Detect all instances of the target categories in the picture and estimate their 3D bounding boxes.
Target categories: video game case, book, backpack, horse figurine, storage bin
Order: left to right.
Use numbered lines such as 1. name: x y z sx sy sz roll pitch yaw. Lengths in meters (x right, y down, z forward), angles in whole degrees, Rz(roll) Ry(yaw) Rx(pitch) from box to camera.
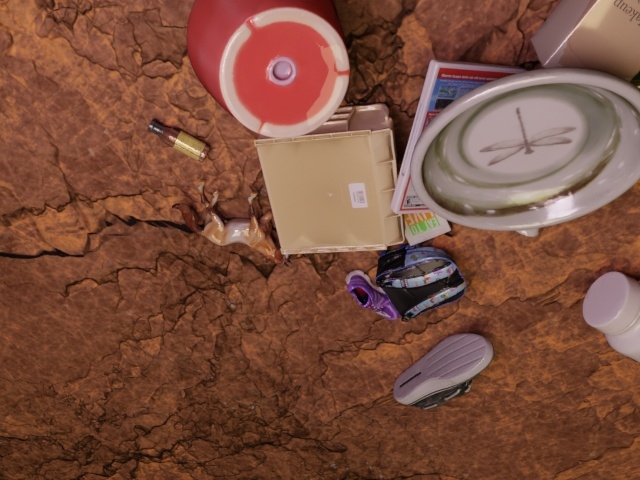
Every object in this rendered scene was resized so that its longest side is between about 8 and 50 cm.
1. horse figurine: -0.188 -0.040 1.404 0.263 0.066 0.174 6 124 2
2. storage bin: 0.027 -0.117 1.256 0.260 0.123 0.262 -3 123 13
3. book: 0.206 -0.067 1.350 0.096 0.035 0.144 -20 120 21
4. backpack: 0.226 0.078 1.405 0.173 0.117 0.158 -22 122 24
5. video game case: 0.250 -0.181 1.165 0.204 0.025 0.285 -3 123 -27

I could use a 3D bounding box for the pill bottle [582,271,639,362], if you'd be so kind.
1. pill bottle: 0.739 0.192 1.387 0.318 0.176 0.176 26 127 -13

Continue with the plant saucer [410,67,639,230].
1. plant saucer: 0.350 -0.163 1.085 0.400 0.100 0.400 0 148 0

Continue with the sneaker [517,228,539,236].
1. sneaker: 0.388 -0.053 1.326 0.152 0.054 0.061 9 120 -7

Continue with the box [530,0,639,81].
1. box: 0.492 -0.385 0.994 0.148 0.121 0.311 25 127 -13

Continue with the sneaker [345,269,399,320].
1. sneaker: 0.119 0.144 1.504 0.170 0.071 0.068 37 124 -21

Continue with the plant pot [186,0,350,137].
1. plant pot: -0.075 -0.298 1.021 0.275 0.243 0.275 -6 121 -10

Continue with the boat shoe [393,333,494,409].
1. boat shoe: 0.328 0.335 1.614 0.119 0.121 0.335 26 139 -22

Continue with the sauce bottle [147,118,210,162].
1. sauce bottle: -0.289 -0.206 1.300 0.128 0.042 0.042 30 126 -15

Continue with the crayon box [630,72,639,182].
1. crayon box: 0.568 -0.207 1.154 0.318 0.081 0.202 -19 124 22
